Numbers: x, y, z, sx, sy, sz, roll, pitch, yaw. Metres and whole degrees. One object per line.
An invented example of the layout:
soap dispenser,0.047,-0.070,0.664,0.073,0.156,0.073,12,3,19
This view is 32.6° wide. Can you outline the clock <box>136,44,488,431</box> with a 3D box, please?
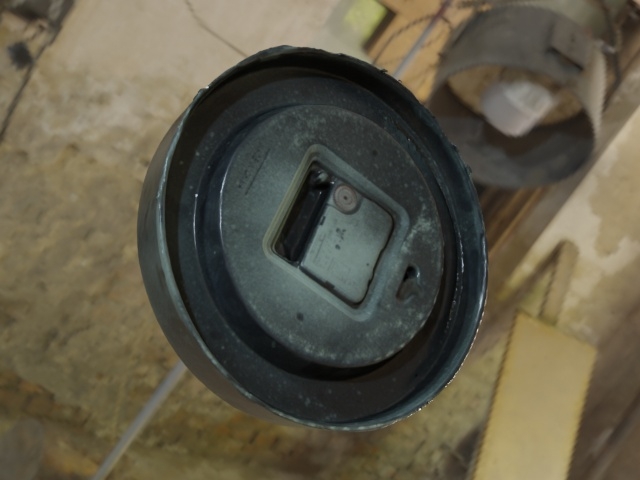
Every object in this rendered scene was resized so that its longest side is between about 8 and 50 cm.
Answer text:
clock,0.000,0.000,1.092,0.386,0.386,0.076,31,-26,-23
